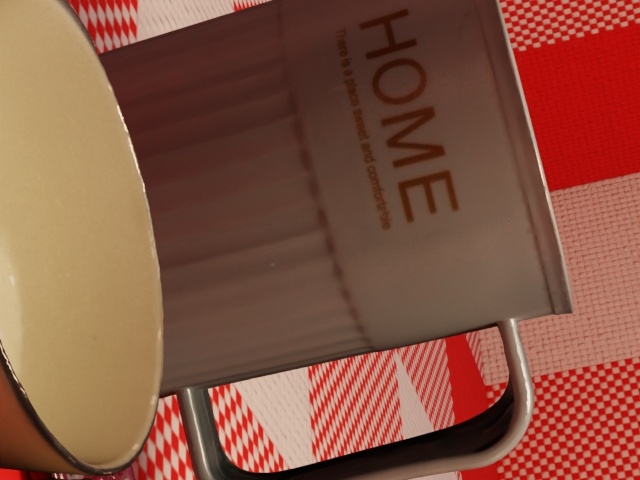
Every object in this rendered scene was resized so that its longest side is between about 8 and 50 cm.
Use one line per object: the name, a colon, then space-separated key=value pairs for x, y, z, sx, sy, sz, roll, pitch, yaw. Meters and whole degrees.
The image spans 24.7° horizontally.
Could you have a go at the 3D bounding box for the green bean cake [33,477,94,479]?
green bean cake: x=-0.138 y=0.222 z=0.608 sx=0.233 sy=0.124 sz=0.236 roll=33 pitch=46 yaw=-74

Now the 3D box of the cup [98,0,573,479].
cup: x=-0.001 y=-0.012 z=1.013 sx=0.257 sy=0.311 sz=0.331 roll=-88 pitch=163 yaw=-63

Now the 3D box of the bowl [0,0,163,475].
bowl: x=-0.168 y=0.004 z=0.683 sx=0.238 sy=0.126 sz=0.238 roll=-13 pitch=90 yaw=-79

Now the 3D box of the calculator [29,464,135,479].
calculator: x=-0.136 y=0.172 z=0.905 sx=0.126 sy=0.034 sz=0.191 roll=-41 pitch=113 yaw=-76
